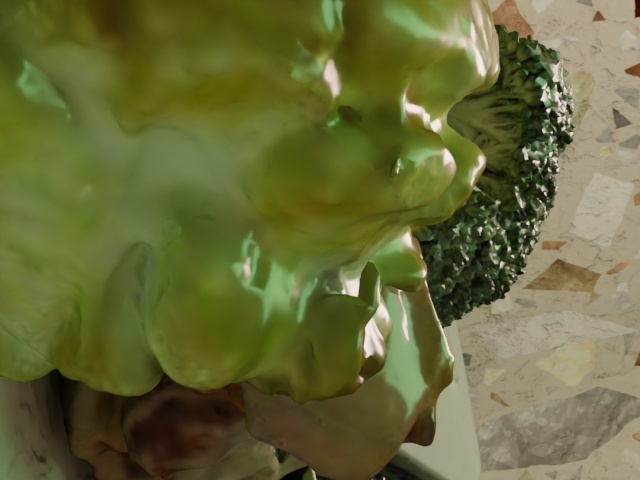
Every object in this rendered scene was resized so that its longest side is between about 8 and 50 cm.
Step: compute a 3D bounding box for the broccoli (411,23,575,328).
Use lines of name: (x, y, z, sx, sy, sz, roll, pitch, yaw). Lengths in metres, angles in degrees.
broccoli: (0.007, -0.104, 0.792, 0.361, 0.252, 0.221, 63, -14, 12)

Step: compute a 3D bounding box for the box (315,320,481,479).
box: (0.000, 0.001, 1.011, 0.396, 0.111, 0.397, 42, 35, -50)

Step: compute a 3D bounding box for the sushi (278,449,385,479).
sushi: (-0.011, 0.237, 0.842, 0.291, 0.131, 0.139, 88, -8, -62)

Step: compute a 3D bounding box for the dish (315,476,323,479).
dish: (0.019, 0.285, 1.202, 0.324, 0.124, 0.324, -16, 90, -80)

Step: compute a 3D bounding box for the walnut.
walnut: (-0.056, 0.046, 0.586, 0.238, 0.141, 0.204, -46, -143, 45)

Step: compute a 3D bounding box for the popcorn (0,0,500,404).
popcorn: (-0.052, -0.050, 0.397, 0.204, 0.221, 0.184, -66, 145, -59)
